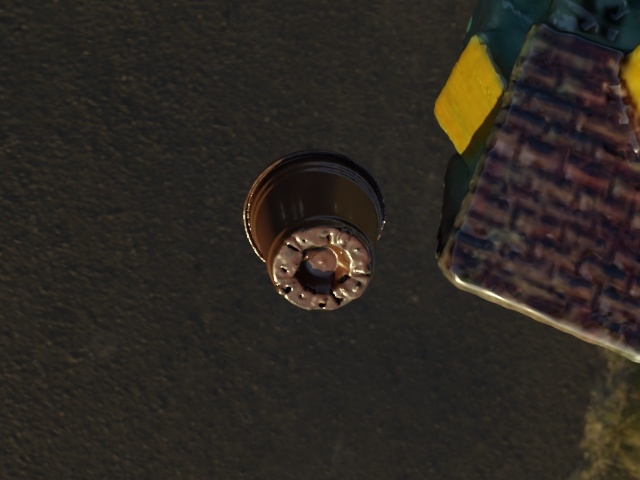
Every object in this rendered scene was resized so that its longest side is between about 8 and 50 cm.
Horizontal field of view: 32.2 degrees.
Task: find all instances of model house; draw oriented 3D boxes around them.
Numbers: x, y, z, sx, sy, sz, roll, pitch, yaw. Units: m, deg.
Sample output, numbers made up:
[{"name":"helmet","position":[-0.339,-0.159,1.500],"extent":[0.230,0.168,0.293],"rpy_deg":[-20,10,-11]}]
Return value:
[{"name":"model house","position":[0.203,-0.036,0.651],"extent":[0.281,0.230,0.248],"rpy_deg":[21,55,-2]}]

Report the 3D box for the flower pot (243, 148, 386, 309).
[{"name":"flower pot","position":[0.000,0.000,0.805],"extent":[0.111,0.089,0.111],"rpy_deg":[-3,117,-5]}]
